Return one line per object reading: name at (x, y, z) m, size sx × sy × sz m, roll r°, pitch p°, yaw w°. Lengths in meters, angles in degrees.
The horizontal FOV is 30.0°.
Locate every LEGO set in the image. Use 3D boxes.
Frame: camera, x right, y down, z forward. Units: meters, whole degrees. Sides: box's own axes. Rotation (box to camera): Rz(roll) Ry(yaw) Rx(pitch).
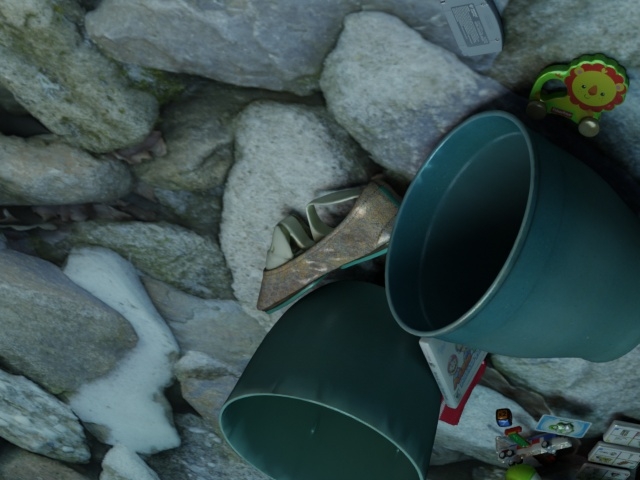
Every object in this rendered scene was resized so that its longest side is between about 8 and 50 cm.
LEGO set at (0.377, 0.303, 1.844) m, size 0.244 × 0.060 × 0.182 m, roll 10°, pitch 142°, yaw -4°

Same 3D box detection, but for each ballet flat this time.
ballet flat at (0.000, 0.000, 1.624) m, size 0.316 × 0.107 × 0.106 m, roll -30°, pitch 99°, yaw 39°

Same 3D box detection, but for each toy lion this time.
toy lion at (0.288, -0.168, 1.327) m, size 0.100 × 0.034 × 0.096 m, roll 18°, pitch 135°, yaw 6°

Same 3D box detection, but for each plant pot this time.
plant pot at (0.257, 0.019, 1.399) m, size 0.255 × 0.271 × 0.271 m, roll 21°, pitch 145°, yaw -25°
plant pot at (0.038, 0.199, 1.655) m, size 0.293 × 0.235 × 0.293 m, roll 17°, pitch 146°, yaw 12°

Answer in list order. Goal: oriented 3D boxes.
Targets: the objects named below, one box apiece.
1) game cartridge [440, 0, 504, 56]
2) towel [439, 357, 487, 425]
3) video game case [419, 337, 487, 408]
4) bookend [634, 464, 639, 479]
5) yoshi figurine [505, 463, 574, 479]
game cartridge at (0.169, -0.240, 1.308) m, size 0.056 × 0.017 × 0.083 m, roll -1°, pitch 137°, yaw 32°
towel at (0.107, 0.191, 1.839) m, size 0.275 × 0.031 × 0.199 m, roll 19°, pitch 144°, yaw 6°
video game case at (0.193, 0.125, 1.615) m, size 0.019 × 0.157 × 0.143 m, roll 12°, pitch 143°, yaw 35°
bookend at (0.576, 0.367, 1.784) m, size 0.157 × 0.072 × 0.156 m, roll 24°, pitch 139°, yaw -2°
yoshi figurine at (0.417, 0.487, 1.905) m, size 0.203 × 0.203 × 0.362 m, roll -28°, pitch 128°, yaw 20°
